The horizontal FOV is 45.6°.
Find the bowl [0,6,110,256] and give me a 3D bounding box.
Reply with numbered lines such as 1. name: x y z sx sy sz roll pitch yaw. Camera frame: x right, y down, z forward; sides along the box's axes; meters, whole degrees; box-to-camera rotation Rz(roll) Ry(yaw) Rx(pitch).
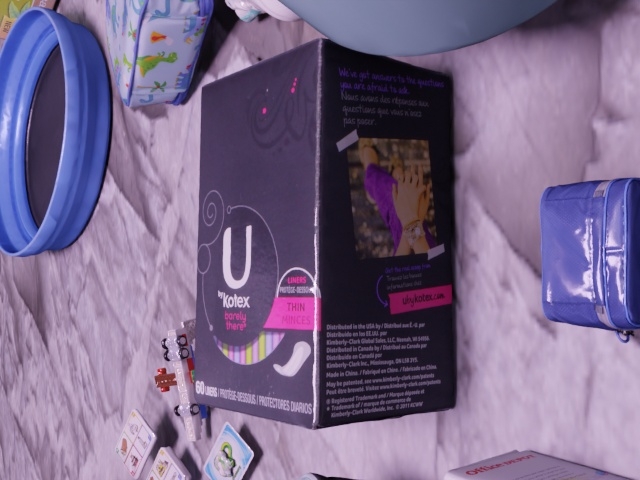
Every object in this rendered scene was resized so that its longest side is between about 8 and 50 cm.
1. bowl: -0.444 -0.167 1.214 0.391 0.077 0.391 -7 82 50

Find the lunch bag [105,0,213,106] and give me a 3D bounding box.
1. lunch bag: -0.194 -0.277 0.878 0.176 0.090 0.219 69 152 25

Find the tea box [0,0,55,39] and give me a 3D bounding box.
1. tea box: -0.573 -0.533 1.206 0.329 0.324 0.220 -53 49 34

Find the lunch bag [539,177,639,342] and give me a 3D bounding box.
1. lunch bag: 0.177 0.012 0.456 0.065 0.067 0.098 -7 83 50

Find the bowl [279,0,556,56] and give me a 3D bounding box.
1. bowl: 0.068 -0.239 0.481 0.312 0.163 0.311 -13 54 19

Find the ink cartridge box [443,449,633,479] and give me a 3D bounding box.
1. ink cartridge box: 0.147 0.171 0.461 0.122 0.089 0.052 4 93 51

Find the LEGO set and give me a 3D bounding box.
1. LEGO set: -0.134 0.211 0.851 0.182 0.060 0.244 42 121 30

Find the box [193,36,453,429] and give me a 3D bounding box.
1. box: 0.000 0.000 0.611 0.165 0.143 0.270 -6 82 50

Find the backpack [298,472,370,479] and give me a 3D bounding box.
1. backpack: 0.002 0.327 0.546 0.225 0.191 0.253 -116 35 -61

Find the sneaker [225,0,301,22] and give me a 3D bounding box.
1. sneaker: -0.062 -0.259 0.775 0.212 0.080 0.094 61 142 42
